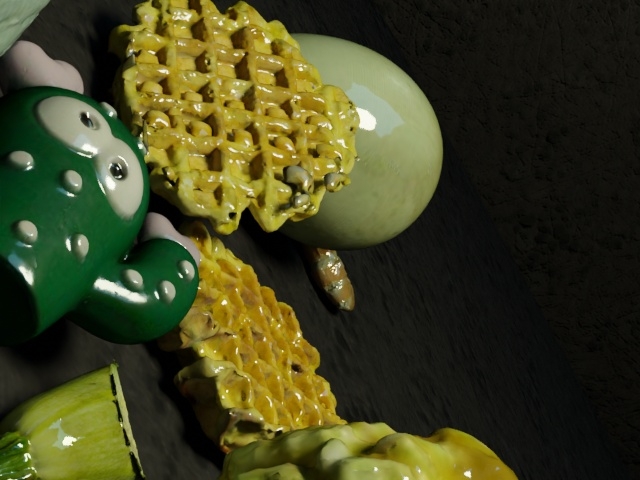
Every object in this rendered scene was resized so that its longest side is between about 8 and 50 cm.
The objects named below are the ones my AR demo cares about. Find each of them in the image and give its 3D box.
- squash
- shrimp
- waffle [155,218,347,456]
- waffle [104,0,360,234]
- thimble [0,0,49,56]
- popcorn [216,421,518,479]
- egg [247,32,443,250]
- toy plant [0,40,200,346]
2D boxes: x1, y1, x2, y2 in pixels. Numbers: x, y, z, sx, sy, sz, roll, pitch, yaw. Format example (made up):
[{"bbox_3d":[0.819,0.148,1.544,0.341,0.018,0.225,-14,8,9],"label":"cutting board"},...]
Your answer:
[{"bbox_3d":[-0.152,0.126,0.907,0.200,0.075,0.090,-7,99,-74],"label":"squash"},{"bbox_3d":[0.000,0.000,1.723,0.180,0.041,0.099,65,13,1],"label":"shrimp"},{"bbox_3d":[-0.055,0.126,1.282,0.309,0.065,0.283,59,13,-8],"label":"waffle"},{"bbox_3d":[-0.087,-0.121,1.340,0.262,0.060,0.280,41,43,10],"label":"waffle"},{"bbox_3d":[-0.236,-0.223,0.891,0.205,0.172,0.250,44,15,-1],"label":"thimble"},{"bbox_3d":[0.039,0.287,0.992,0.279,0.274,0.336,165,-91,-76],"label":"popcorn"},{"bbox_3d":[-0.001,-0.109,1.554,0.295,0.218,0.218,28,37,-45],"label":"egg"},{"bbox_3d":[-0.181,-0.031,0.975,0.243,0.112,0.233,-15,75,-60],"label":"toy plant"}]
